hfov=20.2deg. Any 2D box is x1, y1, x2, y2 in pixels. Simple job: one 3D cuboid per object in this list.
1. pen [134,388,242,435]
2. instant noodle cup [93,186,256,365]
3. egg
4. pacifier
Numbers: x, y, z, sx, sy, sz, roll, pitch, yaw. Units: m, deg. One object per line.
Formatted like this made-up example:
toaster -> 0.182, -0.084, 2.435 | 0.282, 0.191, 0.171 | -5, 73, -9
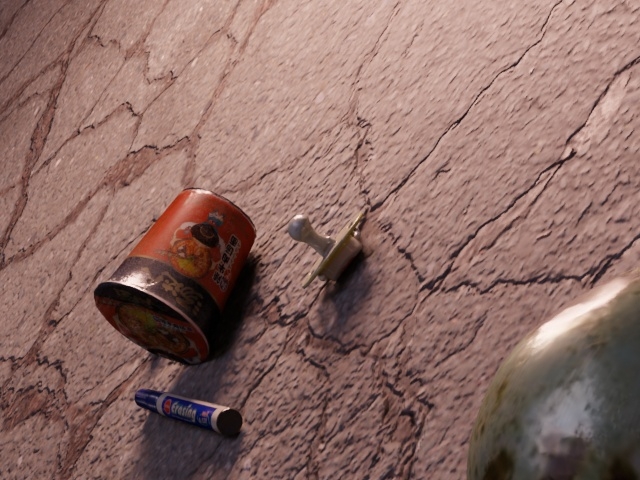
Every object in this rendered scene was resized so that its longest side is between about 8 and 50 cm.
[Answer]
pen -> -0.124, 0.153, 1.632 | 0.025, 0.025, 0.204 | -61, 25, -13
instant noodle cup -> -0.128, 0.028, 1.700 | 0.127, 0.127, 0.135 | -15, 38, 55
egg -> 0.178, 0.103, 0.977 | 0.231, 0.169, 0.169 | -50, 22, -16
pacifier -> 0.000, 0.000, 1.557 | 0.083, 0.064, 0.068 | -51, 7, 8
